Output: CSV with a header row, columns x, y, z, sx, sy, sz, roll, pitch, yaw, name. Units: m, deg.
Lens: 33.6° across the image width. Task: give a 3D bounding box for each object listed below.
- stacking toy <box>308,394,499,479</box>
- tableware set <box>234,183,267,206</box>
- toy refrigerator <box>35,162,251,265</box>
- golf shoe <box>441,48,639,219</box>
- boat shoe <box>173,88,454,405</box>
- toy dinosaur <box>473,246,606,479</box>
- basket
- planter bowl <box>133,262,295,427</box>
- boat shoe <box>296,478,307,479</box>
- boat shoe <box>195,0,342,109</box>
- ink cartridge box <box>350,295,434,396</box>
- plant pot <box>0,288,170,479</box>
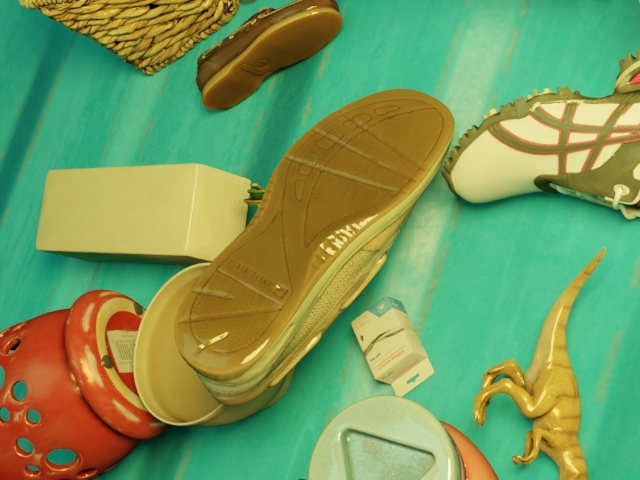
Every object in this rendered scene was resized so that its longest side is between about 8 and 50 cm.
x,y,z,sx,sy,sz,roll,pitch,yaw,name
0.006,0.287,0.865,0.308,0.130,0.280,-29,58,14,stacking toy
-0.018,-0.050,1.087,0.154,0.104,0.024,-170,75,-64,tableware set
-0.208,-0.027,1.237,0.269,0.094,0.102,0,80,41,toy refrigerator
0.225,-0.071,0.887,0.272,0.105,0.120,-21,68,33,golf shoe
0.000,0.000,0.969,0.121,0.110,0.341,34,70,26,boat shoe
0.187,0.118,0.880,0.112,0.064,0.212,-4,79,20,toy dinosaur
-0.235,-0.402,1.319,0.213,0.223,0.299,-28,56,29,basket
-0.094,0.115,1.069,0.162,0.109,0.162,-16,63,33,planter bowl
-0.036,0.291,0.997,0.040,0.049,0.142,26,84,50,boat shoe
-0.066,-0.228,1.209,0.207,0.073,0.073,-26,60,29,boat shoe
0.067,0.100,0.996,0.048,0.028,0.083,-40,52,21,ink cartridge box
-0.257,0.161,1.139,0.174,0.191,0.191,-26,57,22,plant pot
